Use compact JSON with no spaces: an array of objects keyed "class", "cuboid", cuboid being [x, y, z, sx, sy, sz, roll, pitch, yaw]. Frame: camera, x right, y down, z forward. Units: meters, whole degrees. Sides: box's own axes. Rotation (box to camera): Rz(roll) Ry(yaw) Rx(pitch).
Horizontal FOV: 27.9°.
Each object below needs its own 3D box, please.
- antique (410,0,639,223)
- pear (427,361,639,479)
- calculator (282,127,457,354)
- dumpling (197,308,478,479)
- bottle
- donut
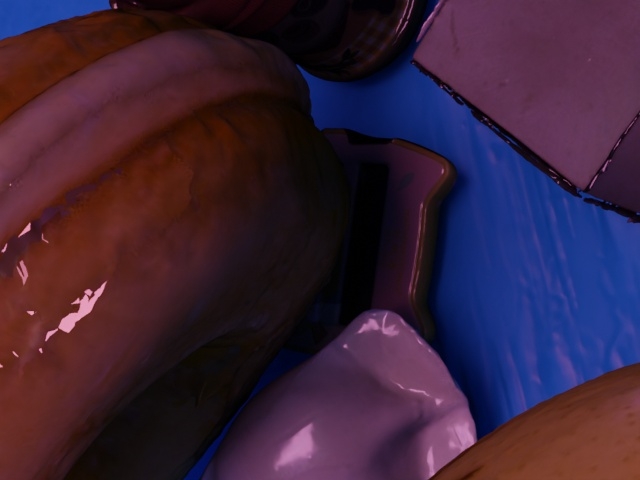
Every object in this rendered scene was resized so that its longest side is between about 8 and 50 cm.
[{"class":"antique","cuboid":[0.162,-0.104,0.690,0.147,0.152,0.148,46,111,35]},{"class":"pear","cuboid":[0.172,0.208,0.512,0.348,0.348,0.348,-8,78,40]},{"class":"calculator","cuboid":[0.000,0.000,0.898,0.236,0.033,0.157,7,89,45]},{"class":"dumpling","cuboid":[0.014,0.148,0.817,0.151,0.124,0.229,45,124,-3]},{"class":"bottle","cuboid":[-0.060,-0.187,0.818,0.143,0.271,0.156,22,98,42]},{"class":"donut","cuboid":[-0.167,0.058,0.746,0.198,0.449,0.449,42,112,13]}]
